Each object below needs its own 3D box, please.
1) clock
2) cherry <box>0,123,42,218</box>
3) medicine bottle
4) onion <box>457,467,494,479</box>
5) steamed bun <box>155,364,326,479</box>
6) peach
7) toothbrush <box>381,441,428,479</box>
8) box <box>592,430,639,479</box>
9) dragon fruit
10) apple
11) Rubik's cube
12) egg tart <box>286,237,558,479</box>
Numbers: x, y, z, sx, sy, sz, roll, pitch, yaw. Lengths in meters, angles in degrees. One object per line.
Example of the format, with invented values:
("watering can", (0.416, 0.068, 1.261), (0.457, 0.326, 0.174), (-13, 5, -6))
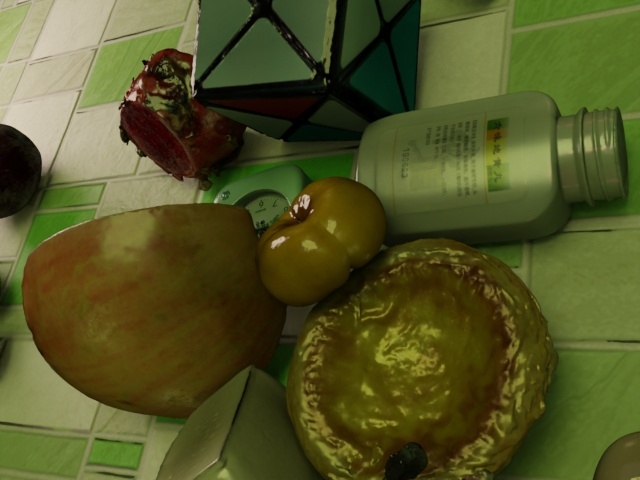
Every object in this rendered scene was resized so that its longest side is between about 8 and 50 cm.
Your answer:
("clock", (-0.084, -0.004, 1.096), (0.159, 0.066, 0.211), (-16, 56, 22))
("cherry", (-0.636, -0.138, 1.430), (0.195, 0.195, 0.195), (-14, 57, 23))
("medicine bottle", (0.212, -0.089, 0.939), (0.324, 0.124, 0.179), (-7, 65, 29))
("onion", (0.084, 0.381, 0.713), (0.349, 0.159, 0.267), (-48, 63, -1))
("steamed bun", (-0.083, 0.274, 0.846), (0.146, 0.164, 0.242), (-38, 12, 14))
("peach", (0.000, 0.000, 0.889), (0.179, 0.103, 0.179), (-40, 16, 14))
("toothbrush", (0.030, 0.291, 0.772), (0.030, 0.030, 0.297), (58, 138, 28))
("box", (0.321, 0.276, 0.680), (0.145, 0.088, 0.200), (-4, 60, 29))
("dragon fruit", (-0.232, -0.188, 1.216), (0.282, 0.211, 0.147), (-11, 47, 56))
("apple", (-0.211, 0.084, 0.996), (0.309, 0.314, 0.252), (-18, 23, 37))
("Rubik's cube", (-0.014, -0.289, 1.068), (0.249, 0.246, 0.249), (3, 84, 32))
("egg tart", (0.116, 0.152, 0.850), (0.318, 0.128, 0.319), (-13, 59, 22))
